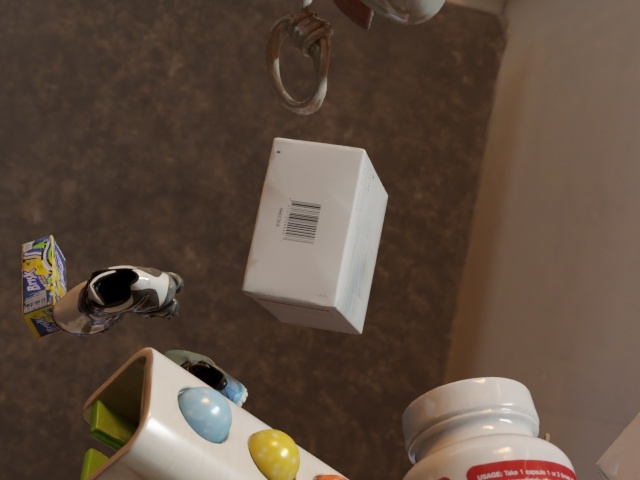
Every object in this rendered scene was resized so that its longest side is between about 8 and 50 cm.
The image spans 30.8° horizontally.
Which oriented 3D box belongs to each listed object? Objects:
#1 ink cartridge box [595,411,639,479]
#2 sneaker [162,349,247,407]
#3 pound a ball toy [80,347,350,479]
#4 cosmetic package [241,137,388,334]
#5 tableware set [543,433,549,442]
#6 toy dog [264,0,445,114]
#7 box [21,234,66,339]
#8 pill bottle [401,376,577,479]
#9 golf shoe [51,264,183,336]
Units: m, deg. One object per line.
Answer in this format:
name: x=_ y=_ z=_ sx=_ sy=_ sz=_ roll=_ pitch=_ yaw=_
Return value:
ink cartridge box: x=0.614 y=0.253 z=1.572 sx=0.395 sy=0.285 sz=0.166 roll=-52 pitch=-146 yaw=10
sneaker: x=-0.180 y=0.196 z=1.743 sx=0.063 sy=0.162 sz=0.073 roll=-54 pitch=141 yaw=-19
pound a ball toy: x=-0.053 y=0.252 z=1.004 sx=0.136 sy=0.319 sz=0.208 roll=-42 pitch=-154 yaw=20
cosmetic package: x=0.000 y=0.000 z=1.663 sx=0.225 sy=0.138 sz=0.224 roll=52 pitch=48 yaw=-73
tableware set: x=0.289 y=0.385 z=1.823 sx=0.039 sy=0.128 sz=0.194 roll=10 pitch=-92 yaw=52
toy dog: x=0.010 y=-0.288 z=1.097 sx=0.220 sy=0.161 sz=0.334 roll=-50 pitch=-119 yaw=37
box: x=-0.431 y=0.071 z=1.817 sx=0.169 sy=0.054 sz=0.059 roll=-106 pitch=178 yaw=-48
pill bottle: x=0.218 y=0.383 z=1.399 sx=0.229 sy=0.229 sz=0.408 roll=116 pitch=-29 yaw=-50
golf shoe: x=-0.266 y=0.064 z=1.420 sx=0.198 sy=0.094 sz=0.077 roll=-15 pitch=-117 yaw=28
